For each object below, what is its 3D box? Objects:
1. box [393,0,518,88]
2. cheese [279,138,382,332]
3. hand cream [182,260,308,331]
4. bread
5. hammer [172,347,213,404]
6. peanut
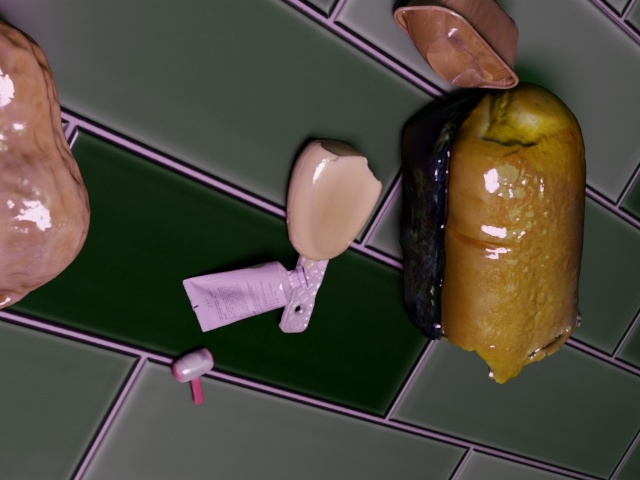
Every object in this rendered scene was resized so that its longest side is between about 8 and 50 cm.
[{"bbox_3d":[0.167,-0.241,1.224,0.177,0.111,0.111,36,91,-42],"label":"box"},{"bbox_3d":[0.000,0.000,1.267,0.127,0.050,0.255,0,116,-38],"label":"cheese"},{"bbox_3d":[-0.085,0.060,1.229,0.142,0.053,0.084,-14,126,3],"label":"hand cream"},{"bbox_3d":[0.234,-0.015,1.338,0.251,0.208,0.376,-22,122,-31],"label":"bread"},{"bbox_3d":[-0.153,0.172,1.262,0.053,0.031,0.083,-22,132,-21],"label":"hammer"},{"bbox_3d":[-0.290,-0.067,0.946,0.143,0.159,0.291,-40,137,-47],"label":"peanut"}]
